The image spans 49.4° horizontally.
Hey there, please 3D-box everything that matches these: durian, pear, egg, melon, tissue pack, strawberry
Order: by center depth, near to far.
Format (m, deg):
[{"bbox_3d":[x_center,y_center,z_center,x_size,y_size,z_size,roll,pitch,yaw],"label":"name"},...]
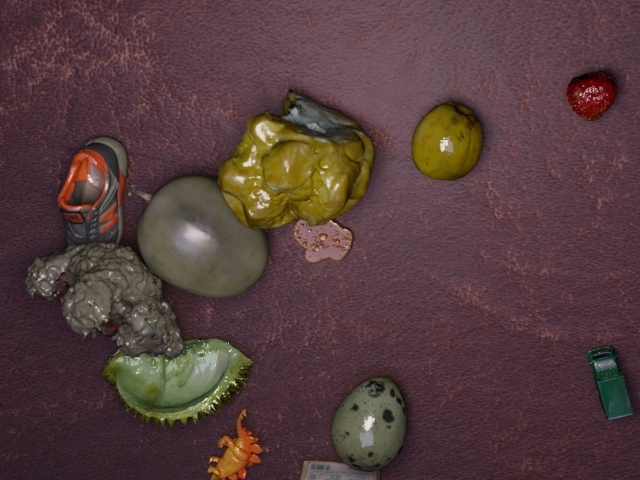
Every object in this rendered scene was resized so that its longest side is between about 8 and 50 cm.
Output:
[{"bbox_3d":[0.544,-0.289,1.394,0.106,0.106,0.106,3,106,9],"label":"strawberry"},{"bbox_3d":[0.263,-0.202,1.439,0.148,0.149,0.162,17,115,4],"label":"pear"},{"bbox_3d":[-0.260,-0.008,1.527,0.272,0.272,0.308,-38,88,17],"label":"melon"},{"bbox_3d":[0.118,0.428,1.635,0.177,0.177,0.228,18,92,4],"label":"egg"},{"bbox_3d":[-0.362,0.342,1.701,0.394,0.163,0.198,5,104,14],"label":"durian"},{"bbox_3d":[0.045,0.623,1.716,0.196,0.148,0.092,0,109,9],"label":"tissue pack"}]

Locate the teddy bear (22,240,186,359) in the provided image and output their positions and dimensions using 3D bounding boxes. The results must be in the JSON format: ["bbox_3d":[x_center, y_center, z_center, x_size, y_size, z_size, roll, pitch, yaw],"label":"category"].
[{"bbox_3d":[-0.448,0.167,1.571,0.357,0.224,0.367,16,144,48],"label":"teddy bear"}]

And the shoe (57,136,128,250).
[{"bbox_3d":[-0.537,-0.065,1.597,0.132,0.171,0.336,17,108,4],"label":"shoe"}]

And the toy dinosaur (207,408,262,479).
[{"bbox_3d":[-0.208,0.543,1.778,0.117,0.070,0.288,25,113,-10],"label":"toy dinosaur"}]

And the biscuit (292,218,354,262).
[{"bbox_3d":[0.000,-0.001,1.606,0.140,0.023,0.118,31,109,-1],"label":"biscuit"}]

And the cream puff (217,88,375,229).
[{"bbox_3d":[-0.039,-0.133,1.435,0.274,0.323,0.270,29,122,10],"label":"cream puff"}]

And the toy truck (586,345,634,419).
[{"bbox_3d":[0.647,0.316,1.564,0.065,0.079,0.147,-16,101,14],"label":"toy truck"}]
